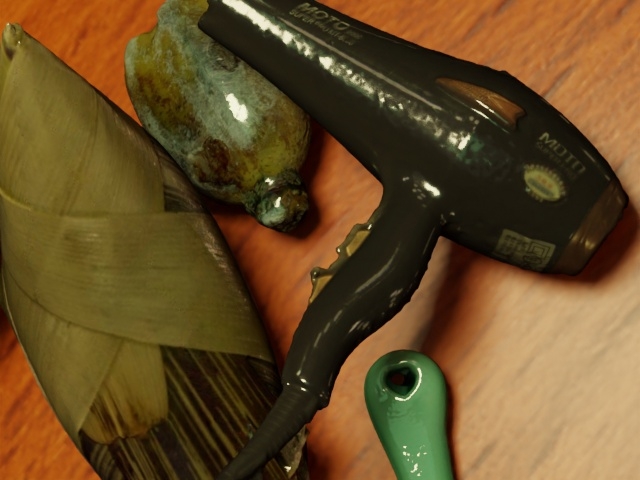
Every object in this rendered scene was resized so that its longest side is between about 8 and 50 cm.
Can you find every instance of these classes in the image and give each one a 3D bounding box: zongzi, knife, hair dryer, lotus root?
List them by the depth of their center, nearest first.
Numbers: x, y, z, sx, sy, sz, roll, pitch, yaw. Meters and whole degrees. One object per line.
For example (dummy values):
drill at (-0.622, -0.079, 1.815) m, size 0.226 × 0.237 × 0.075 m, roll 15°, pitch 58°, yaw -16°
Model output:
hair dryer at (0.000, 0.000, 1.077) m, size 0.304 × 0.120 × 0.359 m, roll 32°, pitch 58°, yaw 3°
zongzi at (-0.112, 0.048, 1.086) m, size 0.154 × 0.317 × 0.289 m, roll -30°, pitch 70°, yaw -7°
knife at (0.089, 0.195, 1.141) m, size 0.063 × 0.034 × 0.260 m, roll -18°, pitch 80°, yaw 5°
lotus root at (-0.064, -0.088, 1.218) m, size 0.113 × 0.088 × 0.192 m, roll -41°, pitch 69°, yaw 23°
